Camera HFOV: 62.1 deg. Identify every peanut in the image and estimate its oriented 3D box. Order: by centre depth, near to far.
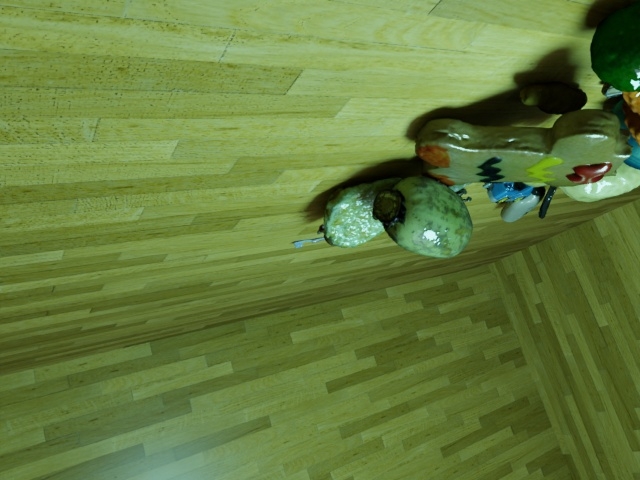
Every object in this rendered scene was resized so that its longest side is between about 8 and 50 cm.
[{"bbox_3d":[0.654,-0.174,1.349,0.319,0.147,0.147,6,168,7],"label":"peanut"}]

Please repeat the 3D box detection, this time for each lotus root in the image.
[{"bbox_3d":[0.620,-0.325,1.109,0.083,0.030,0.037,-16,135,-19],"label":"lotus root"},{"bbox_3d":[0.259,-0.048,1.233,0.309,0.173,0.173,14,148,-43],"label":"lotus root"}]

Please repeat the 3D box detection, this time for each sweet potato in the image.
[{"bbox_3d":[0.449,-0.273,1.024,0.274,0.067,0.067,-10,165,-40],"label":"sweet potato"}]

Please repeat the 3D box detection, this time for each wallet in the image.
[{"bbox_3d":[0.764,-0.165,1.750,0.146,0.030,0.285,-64,160,0],"label":"wallet"}]

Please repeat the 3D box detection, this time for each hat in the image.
[{"bbox_3d":[0.604,-0.294,0.907,0.400,0.285,0.285,25,148,-21],"label":"hat"}]

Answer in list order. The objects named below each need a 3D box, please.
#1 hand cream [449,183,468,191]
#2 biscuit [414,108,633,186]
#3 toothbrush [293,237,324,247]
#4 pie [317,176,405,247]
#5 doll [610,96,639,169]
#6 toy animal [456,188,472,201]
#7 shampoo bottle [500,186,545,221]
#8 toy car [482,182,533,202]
[{"bbox_3d":[0.351,-0.144,1.450,0.086,0.055,0.235,-19,175,28],"label":"hand cream"},{"bbox_3d":[0.393,-0.162,1.070,0.394,0.076,0.368,4,173,16],"label":"biscuit"},{"bbox_3d":[0.000,0.000,1.637,0.193,0.019,0.013,-10,164,-35],"label":"toothbrush"},{"bbox_3d":[0.128,-0.080,1.312,0.274,0.105,0.257,-17,156,-10],"label":"pie"},{"bbox_3d":[0.794,-0.267,1.198,0.322,0.198,0.186,-18,161,0],"label":"doll"},{"bbox_3d":[0.381,-0.117,1.588,0.135,0.047,0.065,-17,179,-29],"label":"toy animal"},{"bbox_3d":[0.710,-0.137,1.853,0.127,0.078,0.257,-24,164,-7],"label":"shampoo bottle"},{"bbox_3d":[0.533,-0.167,1.477,0.191,0.097,0.100,-6,161,-41],"label":"toy car"}]
